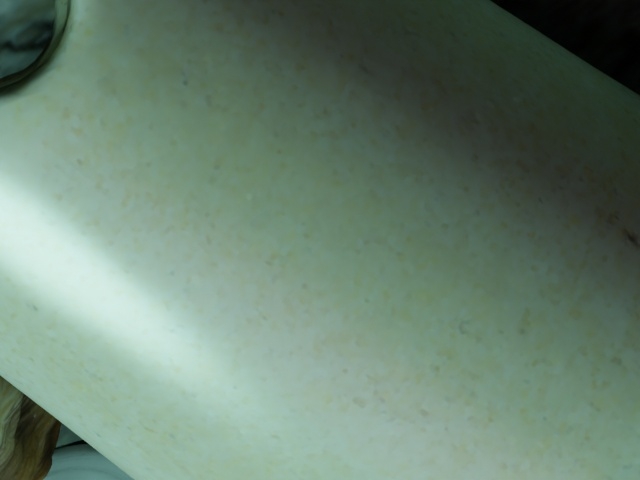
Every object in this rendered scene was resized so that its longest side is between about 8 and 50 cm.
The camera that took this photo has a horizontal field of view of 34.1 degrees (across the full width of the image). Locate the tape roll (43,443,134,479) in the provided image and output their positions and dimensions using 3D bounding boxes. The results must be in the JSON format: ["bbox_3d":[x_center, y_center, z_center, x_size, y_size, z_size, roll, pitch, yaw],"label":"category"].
[{"bbox_3d":[-0.161,0.291,0.743,0.246,0.246,0.169,-19,132,12],"label":"tape roll"}]

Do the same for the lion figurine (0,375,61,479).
[{"bbox_3d":[-0.230,0.140,0.594,0.142,0.240,0.392,10,133,-14],"label":"lion figurine"}]

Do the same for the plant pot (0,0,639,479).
[{"bbox_3d":[0.000,0.000,0.461,0.305,0.334,0.334,36,122,-19],"label":"plant pot"}]
